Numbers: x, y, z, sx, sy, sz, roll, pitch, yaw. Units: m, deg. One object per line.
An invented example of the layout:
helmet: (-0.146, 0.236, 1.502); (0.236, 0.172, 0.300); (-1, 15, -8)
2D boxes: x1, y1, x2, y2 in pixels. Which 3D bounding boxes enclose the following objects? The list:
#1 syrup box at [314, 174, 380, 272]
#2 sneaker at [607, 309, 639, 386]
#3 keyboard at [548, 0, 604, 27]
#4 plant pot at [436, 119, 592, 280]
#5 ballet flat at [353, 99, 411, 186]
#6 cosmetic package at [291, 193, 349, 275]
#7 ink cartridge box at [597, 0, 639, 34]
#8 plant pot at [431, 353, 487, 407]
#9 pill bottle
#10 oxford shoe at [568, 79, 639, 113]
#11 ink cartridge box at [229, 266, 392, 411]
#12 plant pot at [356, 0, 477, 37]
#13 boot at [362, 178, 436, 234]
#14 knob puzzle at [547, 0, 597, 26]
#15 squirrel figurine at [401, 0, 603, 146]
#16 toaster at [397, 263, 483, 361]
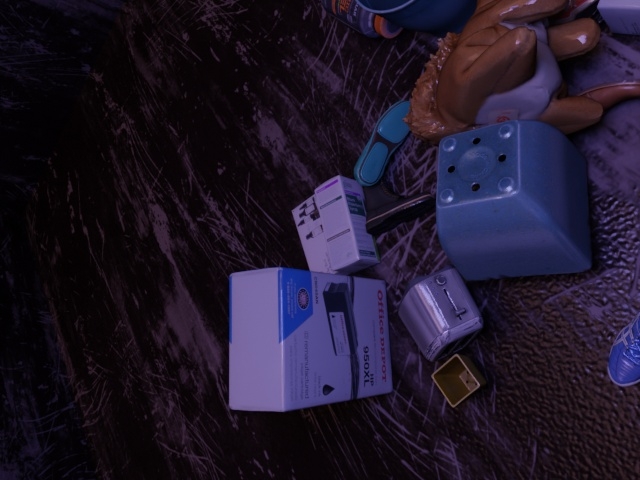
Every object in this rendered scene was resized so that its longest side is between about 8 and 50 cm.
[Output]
syrup box: (0.069, -0.042, 1.414); (0.096, 0.093, 0.237); (-26, 67, 37)
sneaker: (0.567, 0.164, 0.947); (0.080, 0.081, 0.211); (35, 108, 38)
keyboard: (0.539, -0.462, 1.111); (0.180, 0.023, 0.108); (-51, 48, 25)
plant pot: (0.338, -0.088, 1.009); (0.248, 0.252, 0.247); (-9, 63, 36)
ballet flat: (0.154, -0.246, 1.371); (0.247, 0.083, 0.087); (-60, 15, -7)
cosmetic package: (0.000, 0.000, 1.491); (0.099, 0.060, 0.239); (-35, 62, 34)
ink cartridge box: (0.667, -0.468, 0.929); (0.289, 0.121, 0.211); (25, 99, 42)
plant pot: (0.306, 0.295, 1.156); (0.081, 0.083, 0.081); (-50, 55, 25)
pill bottle: (0.119, -0.622, 1.437); (0.246, 0.130, 0.130); (46, 113, 36)
oxford shoe: (0.533, -0.261, 1.057); (0.212, 0.076, 0.076); (-7, 86, 51)
ink cartridge box: (-0.010, 0.222, 1.243); (0.166, 0.395, 0.285); (-10, 77, 38)
plant pot: (0.249, -0.601, 1.234); (0.271, 0.255, 0.272); (-7, 79, 41)
boot: (0.182, -0.113, 1.343); (0.198, 0.077, 0.137); (-24, 61, 34)
knob puzzle: (0.494, -0.536, 1.143); (0.213, 0.030, 0.213); (-16, 67, 43)
squirrel figurine: (0.330, -0.383, 1.081); (0.397, 0.281, 0.370); (-25, 53, 52)
toaster: (0.253, 0.164, 1.166); (0.227, 0.129, 0.146); (98, 149, -61)
